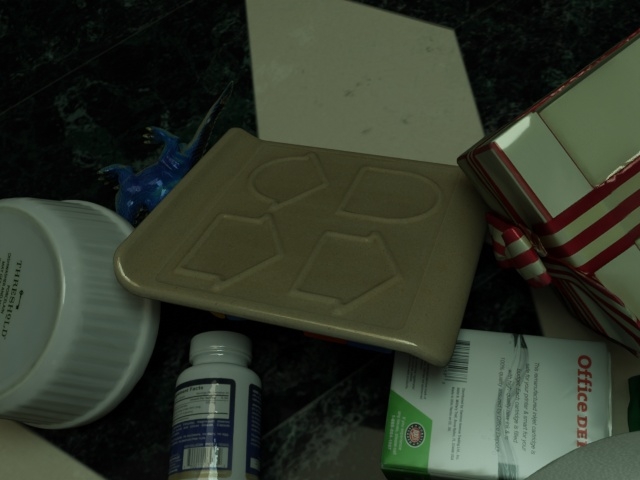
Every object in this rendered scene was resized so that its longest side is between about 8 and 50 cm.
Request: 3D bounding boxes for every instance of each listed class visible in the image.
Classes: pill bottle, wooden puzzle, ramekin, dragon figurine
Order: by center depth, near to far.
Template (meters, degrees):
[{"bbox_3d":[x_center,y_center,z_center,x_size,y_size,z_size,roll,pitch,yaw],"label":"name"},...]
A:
[{"bbox_3d":[-0.110,0.187,0.771,0.094,0.094,0.169,-5,61,8],"label":"pill bottle"},{"bbox_3d":[-0.325,0.075,0.808,0.273,0.127,0.272,-5,77,23],"label":"ramekin"},{"bbox_3d":[0.000,0.000,0.812,0.348,0.080,0.322,14,39,14],"label":"wooden puzzle"},{"bbox_3d":[-0.188,-0.067,0.929,0.289,0.085,0.144,-38,63,-5],"label":"dragon figurine"}]

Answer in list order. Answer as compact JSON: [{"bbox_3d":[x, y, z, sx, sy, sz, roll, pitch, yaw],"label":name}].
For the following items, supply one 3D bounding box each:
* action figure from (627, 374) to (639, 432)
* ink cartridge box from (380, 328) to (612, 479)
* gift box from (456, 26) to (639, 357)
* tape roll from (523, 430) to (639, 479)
[{"bbox_3d":[0.315,0.151,0.626,0.064,0.232,0.137,-6,61,7],"label":"action figure"},{"bbox_3d":[0.176,0.175,0.724,0.208,0.087,0.153,4,62,15],"label":"ink cartridge box"},{"bbox_3d":[0.293,-0.036,0.677,0.258,0.255,0.276,-36,86,5],"label":"gift box"},{"bbox_3d":[0.239,0.327,0.502,0.392,0.072,0.392,-1,93,-18],"label":"tape roll"}]
